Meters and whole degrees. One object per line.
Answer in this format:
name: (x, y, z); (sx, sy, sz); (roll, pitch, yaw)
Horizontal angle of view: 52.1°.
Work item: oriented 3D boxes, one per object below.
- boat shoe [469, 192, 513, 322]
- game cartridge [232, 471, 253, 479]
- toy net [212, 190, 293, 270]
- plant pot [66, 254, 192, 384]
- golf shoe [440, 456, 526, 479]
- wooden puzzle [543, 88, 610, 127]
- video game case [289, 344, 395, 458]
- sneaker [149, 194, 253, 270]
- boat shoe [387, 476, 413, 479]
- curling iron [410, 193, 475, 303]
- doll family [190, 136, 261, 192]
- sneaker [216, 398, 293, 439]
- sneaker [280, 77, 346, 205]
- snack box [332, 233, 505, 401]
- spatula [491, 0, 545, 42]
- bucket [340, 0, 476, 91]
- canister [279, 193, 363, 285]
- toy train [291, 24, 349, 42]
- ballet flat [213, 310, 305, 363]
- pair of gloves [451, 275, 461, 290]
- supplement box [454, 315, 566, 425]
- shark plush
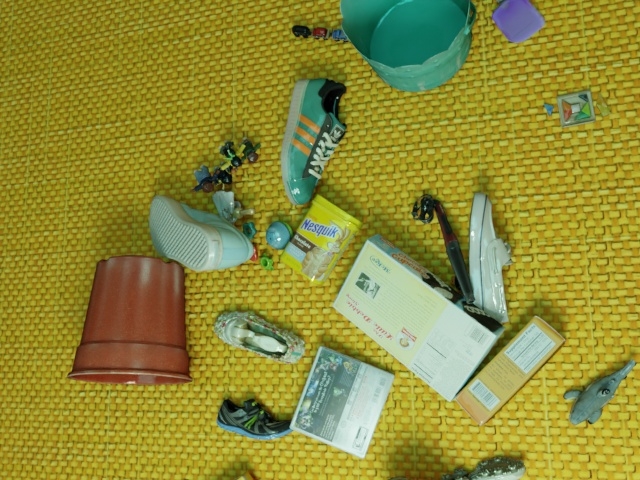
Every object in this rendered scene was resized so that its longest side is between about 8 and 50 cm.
boat shoe: (0.346, 0.036, 1.324); (0.088, 0.096, 0.268); (0, 83, 12)
game cartridge: (-0.188, 0.713, 1.410); (0.285, 0.052, 0.324); (-35, 81, 8)
toy net: (-0.170, -0.034, 1.549); (0.232, 0.045, 0.122); (38, 124, 23)
plant pot: (-0.422, 0.185, 1.496); (0.272, 0.272, 0.265); (-6, 72, 19)
golf shoe: (0.326, 0.484, 1.285); (0.176, 0.069, 0.086); (-24, 92, 20)
wooden puzzle: (0.528, -0.273, 1.350); (0.116, 0.014, 0.079); (-17, 76, 17)
video game case: (0.046, 0.344, 1.401); (0.173, 0.022, 0.190); (20, 89, 8)
sneaker: (-0.283, -0.011, 1.533); (0.366, 0.150, 0.135); (32, 112, 48)
boat shoe: (0.254, 0.554, 1.208); (0.324, 0.120, 0.123); (31, 65, -1)
curling iron: (0.258, 0.015, 1.350); (0.068, 0.035, 0.274); (-24, 57, 5)
doll family: (-0.226, -0.174, 1.546); (0.193, 0.076, 0.111); (-47, 38, 10)
sneaker: (-0.146, 0.395, 1.455); (0.188, 0.067, 0.078); (7, 86, 22)
sneaker: (-0.009, -0.228, 1.483); (0.121, 0.108, 0.302); (3, 81, 24)
snack box: (0.191, 0.155, 1.341); (0.322, 0.060, 0.187); (38, 121, 20)
spatula: (0.370, -0.558, 1.442); (0.084, 0.030, 0.296); (-39, 71, 13)
bucket: (0.197, -0.466, 1.409); (0.281, 0.183, 0.281); (-3, 81, 18)
canister: (0.000, 0.000, 1.464); (0.126, 0.073, 0.170); (34, 95, 21)
toy train: (0.003, -0.495, 1.559); (0.158, 0.036, 0.027); (13, 86, 21)
ballet flat: (-0.148, 0.214, 1.480); (0.240, 0.077, 0.091); (12, 87, 21)
pair of gloves: (0.288, 0.108, 1.348); (0.010, 0.074, 0.083); (5, 80, -13)
supplement box: (0.374, 0.256, 1.288); (0.233, 0.078, 0.080); (-46, 67, 7)
shark plush: (0.535, 0.291, 1.229); (0.161, 0.067, 0.073); (-34, 72, 12)
